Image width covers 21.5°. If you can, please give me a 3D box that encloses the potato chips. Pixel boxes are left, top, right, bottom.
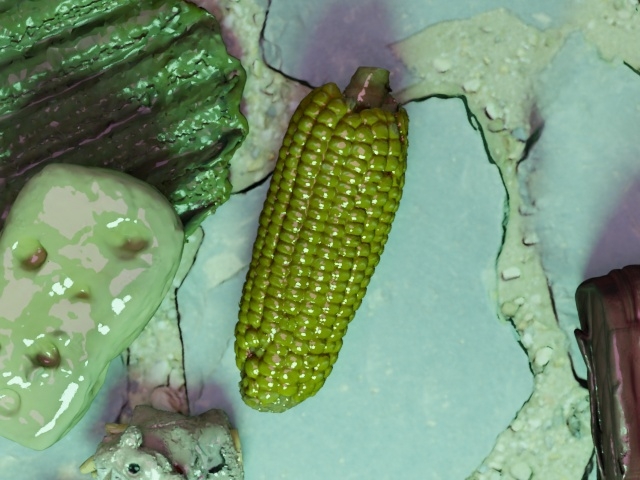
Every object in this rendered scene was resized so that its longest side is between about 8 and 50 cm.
[{"bbox_3d":[-0.282,-0.103,1.550,0.429,0.070,0.359,-27,91,7],"label":"potato chips"}]

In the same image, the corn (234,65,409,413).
[{"bbox_3d":[0.000,0.000,1.498,0.119,0.119,0.322,16,97,6],"label":"corn"}]

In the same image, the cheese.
[{"bbox_3d":[-0.232,0.053,1.490,0.159,0.093,0.263,33,96,-5],"label":"cheese"}]

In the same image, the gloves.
[{"bbox_3d":[-0.140,0.202,1.527,0.144,0.094,0.110,-31,98,-2],"label":"gloves"}]

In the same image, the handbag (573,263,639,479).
[{"bbox_3d":[0.290,0.131,1.449,0.135,0.146,0.225,-5,89,1],"label":"handbag"}]
